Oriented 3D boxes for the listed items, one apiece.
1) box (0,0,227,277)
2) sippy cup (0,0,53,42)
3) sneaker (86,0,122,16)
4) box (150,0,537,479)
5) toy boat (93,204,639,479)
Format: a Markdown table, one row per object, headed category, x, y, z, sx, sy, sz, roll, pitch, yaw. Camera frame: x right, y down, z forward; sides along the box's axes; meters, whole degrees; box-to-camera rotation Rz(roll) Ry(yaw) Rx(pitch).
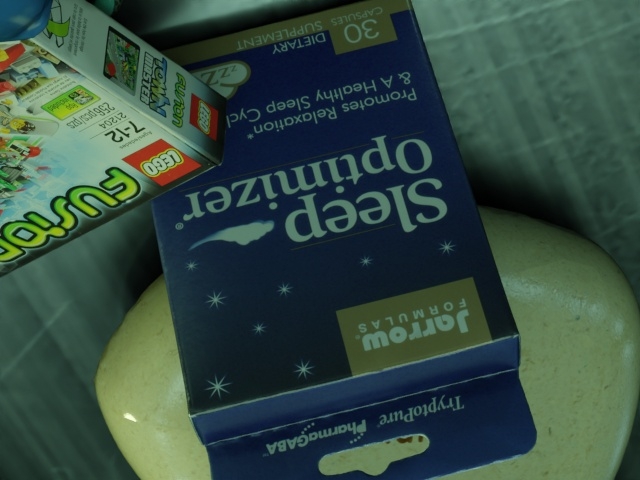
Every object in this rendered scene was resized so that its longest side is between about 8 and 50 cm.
| category | x | y | z | sx | sy | sz | roll | pitch | yaw |
| --- | --- | --- | --- | --- | --- | --- | --- | --- | --- |
| box | -0.152 | -0.034 | 0.665 | 0.207 | 0.036 | 0.114 | -25 | 138 | 34 |
| sippy cup | -0.170 | -0.175 | 0.501 | 0.240 | 0.305 | 0.224 | 0 | 93 | -13 |
| sneaker | -0.147 | -0.085 | 0.678 | 0.166 | 0.076 | 0.065 | -37 | 115 | 12 |
| box | 0.000 | 0.000 | 0.667 | 0.136 | 0.225 | 0.036 | -14 | 149 | -1 |
| toy boat | 0.010 | 0.123 | 0.787 | 0.267 | 0.148 | 0.318 | 6 | 109 | -16 |
